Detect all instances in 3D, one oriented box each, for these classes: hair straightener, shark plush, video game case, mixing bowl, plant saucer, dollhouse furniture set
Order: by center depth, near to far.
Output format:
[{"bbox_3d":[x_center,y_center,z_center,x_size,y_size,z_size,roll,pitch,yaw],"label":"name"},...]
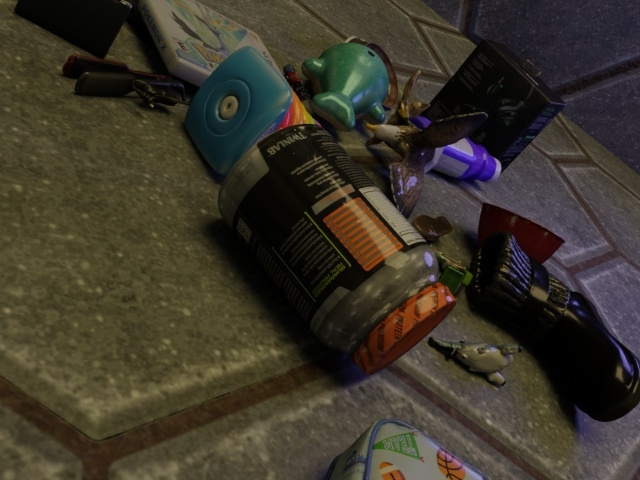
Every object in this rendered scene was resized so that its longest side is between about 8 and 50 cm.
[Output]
[{"bbox_3d":[-0.279,-0.228,1.119,0.230,0.047,0.089,2,46,-54],"label":"hair straightener"},{"bbox_3d":[0.242,0.185,1.159,0.161,0.073,0.067,4,21,-18],"label":"shark plush"},{"bbox_3d":[0.223,0.063,1.307,0.076,0.058,0.151,28,11,-5],"label":"dollhouse furniture set"},{"bbox_3d":[-0.190,-0.359,1.368,0.329,0.036,0.299,15,37,-47],"label":"video game case"},{"bbox_3d":[0.392,0.005,1.475,0.182,0.098,0.181,26,3,-1],"label":"mixing bowl"},{"bbox_3d":[0.141,-0.409,1.801,0.168,0.029,0.168,27,56,-48],"label":"plant saucer"}]

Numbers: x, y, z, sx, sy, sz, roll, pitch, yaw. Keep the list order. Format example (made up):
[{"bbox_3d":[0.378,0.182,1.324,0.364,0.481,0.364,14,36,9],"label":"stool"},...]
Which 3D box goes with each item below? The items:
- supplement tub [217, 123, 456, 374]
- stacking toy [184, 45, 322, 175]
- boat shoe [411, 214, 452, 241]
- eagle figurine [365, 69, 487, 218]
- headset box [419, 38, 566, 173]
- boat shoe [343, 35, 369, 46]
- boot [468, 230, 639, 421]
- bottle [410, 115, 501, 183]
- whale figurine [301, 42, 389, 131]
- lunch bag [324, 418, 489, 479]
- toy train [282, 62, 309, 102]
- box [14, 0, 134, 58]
[{"bbox_3d":[0.022,0.011,0.969,0.316,0.193,0.194,51,31,18],"label":"supplement tub"},{"bbox_3d":[-0.059,-0.169,1.205,0.302,0.175,0.165,22,26,-55],"label":"stacking toy"},{"bbox_3d":[0.205,-0.018,1.374,0.135,0.045,0.050,1,55,-54],"label":"boat shoe"},{"bbox_3d":[0.191,-0.183,1.429,0.225,0.226,0.298,-14,31,-13],"label":"eagle figurine"},{"bbox_3d":[0.446,-0.344,1.864,0.246,0.283,0.131,50,31,20],"label":"headset box"},{"bbox_3d":[0.097,-0.471,1.844,0.069,0.081,0.228,38,26,5],"label":"boat shoe"},{"bbox_3d":[0.401,0.144,1.280,0.260,0.131,0.348,37,18,-19],"label":"boot"},{"bbox_3d":[0.313,-0.204,1.710,0.283,0.092,0.118,16,33,-37],"label":"bottle"},{"bbox_3d":[0.062,-0.334,1.551,0.216,0.141,0.272,36,31,-8],"label":"whale figurine"},{"bbox_3d":[0.115,0.336,0.711,0.303,0.115,0.243,36,31,-8],"label":"lunch bag"},{"bbox_3d":[-0.054,-0.332,1.504,0.036,0.027,0.158,57,5,-36],"label":"toy train"},{"bbox_3d":[-0.384,-0.415,1.181,0.153,0.108,0.207,27,32,-22],"label":"box"}]
